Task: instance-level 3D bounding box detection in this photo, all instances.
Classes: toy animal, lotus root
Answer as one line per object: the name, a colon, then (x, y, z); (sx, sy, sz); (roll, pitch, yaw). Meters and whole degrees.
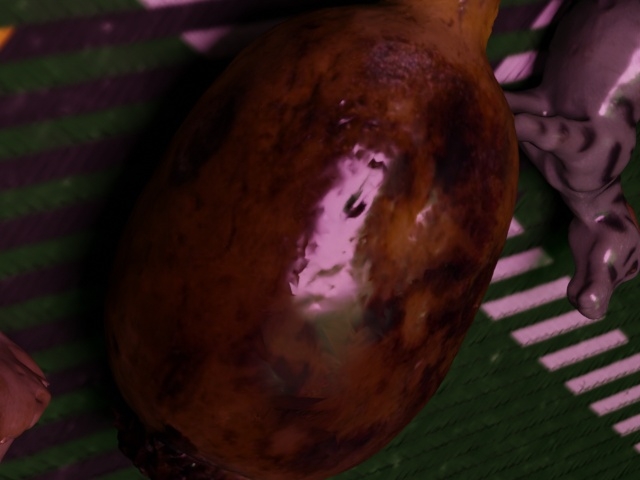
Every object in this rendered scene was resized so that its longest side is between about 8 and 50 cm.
toy animal: (0.133, -0.076, 0.670); (0.170, 0.090, 0.255); (-19, 129, -37)
lotus root: (0.000, 0.000, 0.569); (0.169, 0.141, 0.314); (17, 104, -39)

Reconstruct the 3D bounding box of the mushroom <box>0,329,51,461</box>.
mushroom: (-0.181, 0.133, 0.547); (0.097, 0.088, 0.213); (13, 101, -61)
